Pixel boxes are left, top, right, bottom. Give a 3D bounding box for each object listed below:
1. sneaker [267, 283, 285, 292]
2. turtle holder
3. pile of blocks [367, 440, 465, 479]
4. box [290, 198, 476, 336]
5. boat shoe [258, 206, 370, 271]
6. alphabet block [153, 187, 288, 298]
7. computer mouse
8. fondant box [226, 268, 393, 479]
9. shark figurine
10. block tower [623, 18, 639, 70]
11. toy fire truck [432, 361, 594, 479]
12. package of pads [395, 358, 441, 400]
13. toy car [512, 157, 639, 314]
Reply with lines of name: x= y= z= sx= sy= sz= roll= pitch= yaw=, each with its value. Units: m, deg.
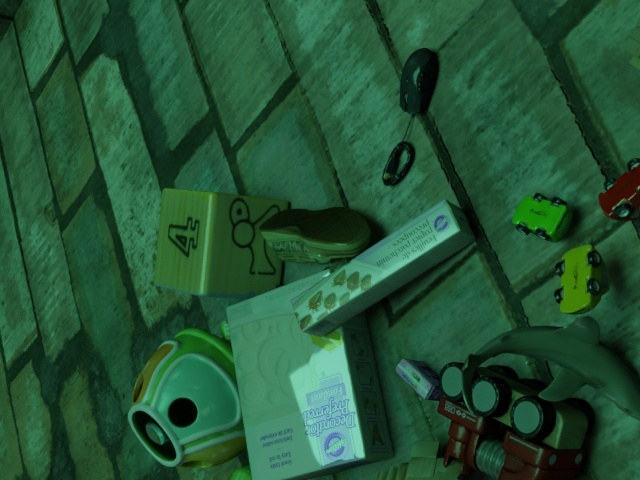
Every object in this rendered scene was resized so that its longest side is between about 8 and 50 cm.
sneaker: x=-0.086 y=0.178 z=1.919 sx=0.077 sy=0.072 sz=0.178 roll=34 pitch=118 yaw=36
turtle holder: x=-0.221 y=0.336 z=1.913 sx=0.243 sy=0.227 sz=0.320 roll=-6 pitch=113 yaw=45
pile of blocks: x=0.115 y=0.437 z=1.636 sx=0.362 sy=0.149 sz=0.112 roll=-38 pitch=14 yaw=31
box: x=0.096 y=0.050 z=1.633 sx=0.324 sy=0.067 sz=0.063 roll=-35 pitch=61 yaw=23
boat shoe: x=0.000 y=0.000 z=1.824 sx=0.285 sy=0.104 sz=0.089 roll=10 pitch=131 yaw=56
alphabet block: x=-0.195 y=0.006 z=1.976 sx=0.193 sy=0.192 sz=0.197 roll=7 pitch=90 yaw=49
computer mouse: x=0.141 y=-0.207 z=1.705 sx=0.071 sy=0.041 sz=0.242 roll=27 pitch=107 yaw=48
fondant box: x=-0.025 y=0.243 z=1.766 sx=0.238 sy=0.096 sz=0.330 roll=-22 pitch=69 yaw=29
shark figurine: x=0.303 y=0.137 z=1.317 sx=0.116 sy=0.278 sz=0.166 roll=113 pitch=161 yaw=-51
block tower: x=0.506 y=-0.342 z=1.236 sx=0.097 sy=0.091 sz=0.335 roll=48 pitch=122 yaw=41
toy fire truck: x=0.237 y=0.314 z=1.426 sx=0.217 sy=0.158 sz=0.246 roll=21 pitch=99 yaw=49
package of pads: x=0.165 y=0.223 z=1.619 sx=0.083 sy=0.050 sz=0.032 roll=41 pitch=111 yaw=45
toy car: x=0.355 y=-0.017 z=1.393 sx=0.239 sy=0.053 sz=0.225 roll=-60 pitch=29 yaw=-2
